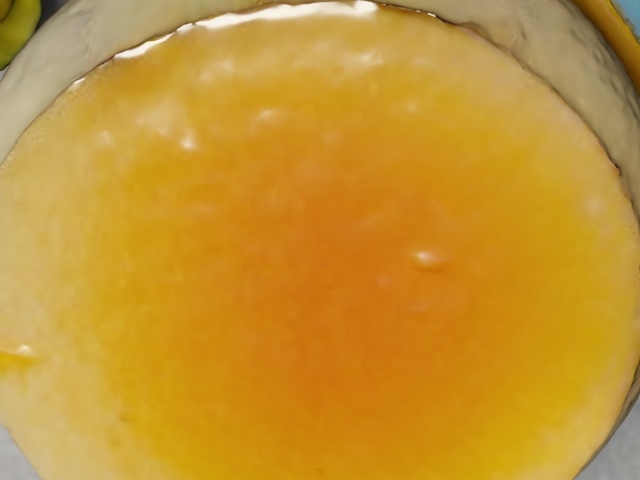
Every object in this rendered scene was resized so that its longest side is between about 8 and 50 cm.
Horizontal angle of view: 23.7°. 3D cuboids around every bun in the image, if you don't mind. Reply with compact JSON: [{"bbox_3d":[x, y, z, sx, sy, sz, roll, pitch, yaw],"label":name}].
[{"bbox_3d":[0.000,0.000,0.655,0.299,0.165,0.299,2,117,3],"label":"bun"}]

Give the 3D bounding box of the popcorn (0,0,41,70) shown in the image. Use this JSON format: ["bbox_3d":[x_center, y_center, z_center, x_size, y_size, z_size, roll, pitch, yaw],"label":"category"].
[{"bbox_3d":[-0.234,-0.104,0.524,0.286,0.225,0.173,2,109,-16],"label":"popcorn"}]

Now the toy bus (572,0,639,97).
[{"bbox_3d":[0.131,-0.124,0.673,0.126,0.136,0.209,-40,112,-2],"label":"toy bus"}]
